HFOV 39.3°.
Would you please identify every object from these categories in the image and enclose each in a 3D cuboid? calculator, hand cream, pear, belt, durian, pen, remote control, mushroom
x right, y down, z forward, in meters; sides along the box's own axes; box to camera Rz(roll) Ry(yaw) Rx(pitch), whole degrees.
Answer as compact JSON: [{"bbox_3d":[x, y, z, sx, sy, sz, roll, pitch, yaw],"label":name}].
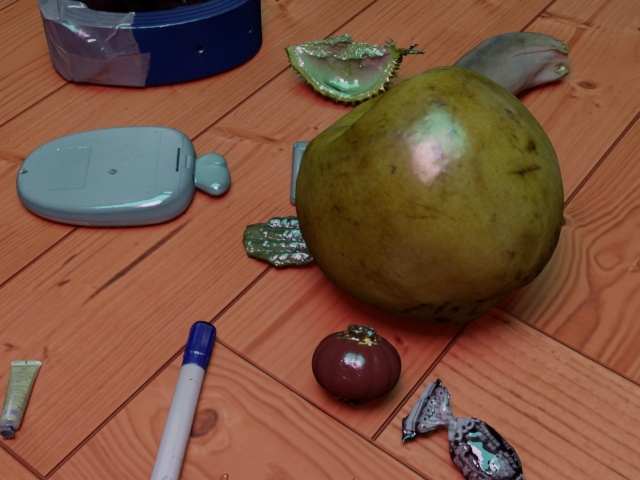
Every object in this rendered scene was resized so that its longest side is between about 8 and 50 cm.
[{"bbox_3d":[-0.272,-0.093,1.246,0.295,0.042,0.184,-3,47,-2],"label":"calculator"},{"bbox_3d":[-0.342,0.176,1.014,0.035,0.022,0.102,-2,42,-1],"label":"hand cream"},{"bbox_3d":[0.136,-0.047,1.047,0.303,0.304,0.304,0,47,0],"label":"pear"},{"bbox_3d":[-0.266,-0.350,1.438,0.346,0.117,0.212,-7,47,-9],"label":"belt"},{"bbox_3d":[0.053,-0.261,1.365,0.215,0.100,0.086,3,50,11],"label":"durian"},{"bbox_3d":[-0.154,0.203,0.980,0.033,0.033,0.269,5,48,4],"label":"pen"},{"bbox_3d":[-0.016,-0.096,1.268,0.053,0.018,0.124,1,47,-1],"label":"remote control"},{"bbox_3d":[0.243,-0.223,1.343,0.351,0.095,0.123,-36,77,-28],"label":"mushroom"}]

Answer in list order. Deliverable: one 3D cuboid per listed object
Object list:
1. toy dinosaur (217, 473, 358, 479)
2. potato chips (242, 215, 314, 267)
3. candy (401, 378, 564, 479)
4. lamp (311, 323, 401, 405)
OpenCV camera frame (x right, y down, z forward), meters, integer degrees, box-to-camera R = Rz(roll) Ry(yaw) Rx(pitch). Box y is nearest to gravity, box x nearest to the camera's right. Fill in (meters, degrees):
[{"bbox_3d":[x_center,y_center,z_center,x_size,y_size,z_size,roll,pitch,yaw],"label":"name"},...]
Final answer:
[{"bbox_3d":[0.025,0.288,0.885,0.279,0.055,0.101,28,76,20],"label":"toy dinosaur"},{"bbox_3d":[0.000,0.000,1.173,0.207,0.028,0.092,-1,48,1],"label":"potato chips"},{"bbox_3d":[0.175,0.237,0.938,0.094,0.051,0.226,-31,54,-22],"label":"candy"},{"bbox_3d":[0.040,0.139,1.002,0.101,0.090,0.101,5,9,-1],"label":"lamp"}]
